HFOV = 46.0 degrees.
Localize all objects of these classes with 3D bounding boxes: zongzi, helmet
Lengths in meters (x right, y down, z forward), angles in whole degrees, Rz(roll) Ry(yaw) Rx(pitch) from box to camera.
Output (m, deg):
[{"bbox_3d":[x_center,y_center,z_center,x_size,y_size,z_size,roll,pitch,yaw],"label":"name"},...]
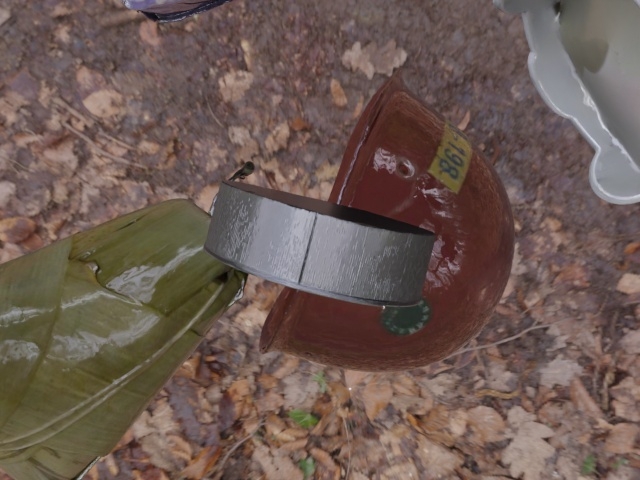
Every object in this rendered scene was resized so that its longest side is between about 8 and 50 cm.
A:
[{"bbox_3d":[-0.230,0.027,0.760,0.181,0.418,0.447,33,76,31],"label":"zongzi"},{"bbox_3d":[0.101,0.003,0.868,0.230,0.385,0.338,26,125,-1],"label":"helmet"}]

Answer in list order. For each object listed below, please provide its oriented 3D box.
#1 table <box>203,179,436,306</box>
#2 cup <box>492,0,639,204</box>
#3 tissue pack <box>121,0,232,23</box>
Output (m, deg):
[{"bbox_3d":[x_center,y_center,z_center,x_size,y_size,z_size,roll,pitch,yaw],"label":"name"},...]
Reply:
[{"bbox_3d":[0.000,0.000,0.451,0.133,0.133,0.043,14,96,5],"label":"table"},{"bbox_3d":[0.288,-0.115,0.451,0.257,0.219,0.290,-34,111,6],"label":"cup"},{"bbox_3d":[-0.076,-0.399,0.818,0.343,0.125,0.243,-12,93,13],"label":"tissue pack"}]
